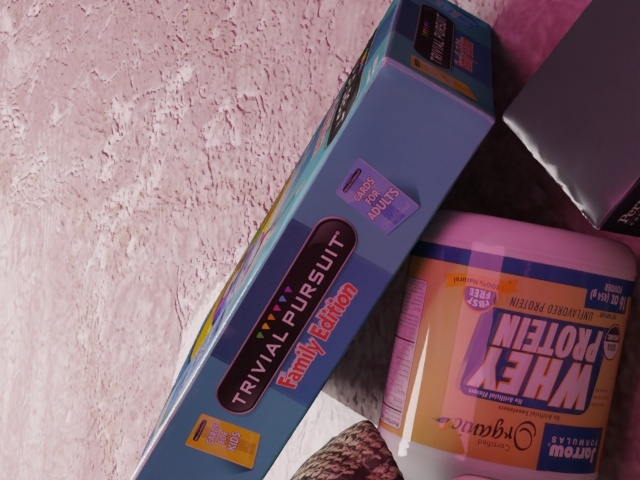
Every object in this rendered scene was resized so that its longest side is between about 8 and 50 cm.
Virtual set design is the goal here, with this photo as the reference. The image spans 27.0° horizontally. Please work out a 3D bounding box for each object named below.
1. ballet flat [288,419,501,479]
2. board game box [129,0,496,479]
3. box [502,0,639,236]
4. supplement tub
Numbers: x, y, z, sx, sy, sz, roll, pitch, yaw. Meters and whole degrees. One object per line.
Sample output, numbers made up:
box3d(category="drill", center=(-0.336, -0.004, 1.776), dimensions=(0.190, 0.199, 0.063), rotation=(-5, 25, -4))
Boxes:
box3d(category="ballet flat", center=(0.180, 0.245, 0.686), dimensions=(0.483, 0.164, 0.182), rotation=(31, 76, 18))
box3d(category="board game box", center=(0.000, 0.000, 0.932), dimensions=(0.336, 0.079, 0.254), rotation=(-59, 6, 21))
box3d(category="box", center=(0.253, -0.120, 0.715), dimensions=(0.261, 0.184, 0.103), rotation=(-53, 49, 26))
box3d(category="supplement tub", center=(0.115, 0.088, 0.850), dimensions=(0.144, 0.144, 0.200), rotation=(11, 91, 47))
